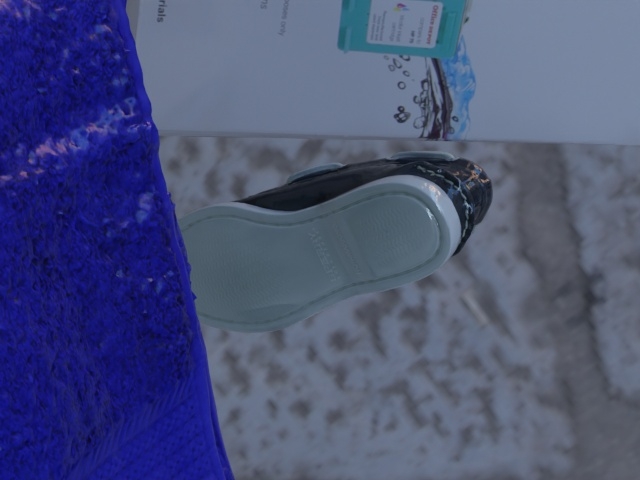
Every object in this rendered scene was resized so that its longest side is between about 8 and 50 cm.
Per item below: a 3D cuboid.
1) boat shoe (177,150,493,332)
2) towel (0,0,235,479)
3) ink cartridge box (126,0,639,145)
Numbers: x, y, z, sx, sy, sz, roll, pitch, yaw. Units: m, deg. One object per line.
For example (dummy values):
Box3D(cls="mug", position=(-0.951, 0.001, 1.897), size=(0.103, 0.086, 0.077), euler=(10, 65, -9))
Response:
Box3D(cls="boat shoe", position=(0.000, 0.000, 1.517), size=(0.091, 0.303, 0.114), euler=(-35, 112, -50))
Box3D(cls="towel", position=(-0.089, 0.066, 0.591), size=(0.227, 0.076, 0.308), euler=(-43, 119, -64))
Box3D(cls="ink cartridge box", position=(0.034, -0.179, 0.968), size=(0.270, 0.197, 0.198), euler=(1, 34, -13))
